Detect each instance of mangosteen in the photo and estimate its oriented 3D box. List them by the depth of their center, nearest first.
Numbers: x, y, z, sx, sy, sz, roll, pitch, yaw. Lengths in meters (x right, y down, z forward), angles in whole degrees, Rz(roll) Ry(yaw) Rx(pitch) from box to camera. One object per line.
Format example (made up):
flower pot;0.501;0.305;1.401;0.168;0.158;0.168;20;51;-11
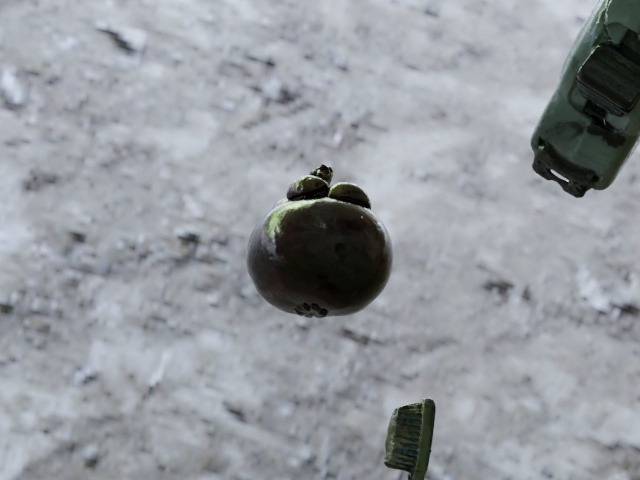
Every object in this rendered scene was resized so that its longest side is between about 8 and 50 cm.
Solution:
mangosteen;0.000;0.000;1.603;0.140;0.140;0.140;12;34;-9

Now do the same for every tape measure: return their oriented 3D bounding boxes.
tape measure;0.247;-0.180;1.161;0.084;0.164;0.330;35;63;4

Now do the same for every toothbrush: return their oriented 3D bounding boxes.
toothbrush;0.041;0.241;1.168;0.028;0.294;0.026;5;11;-9
